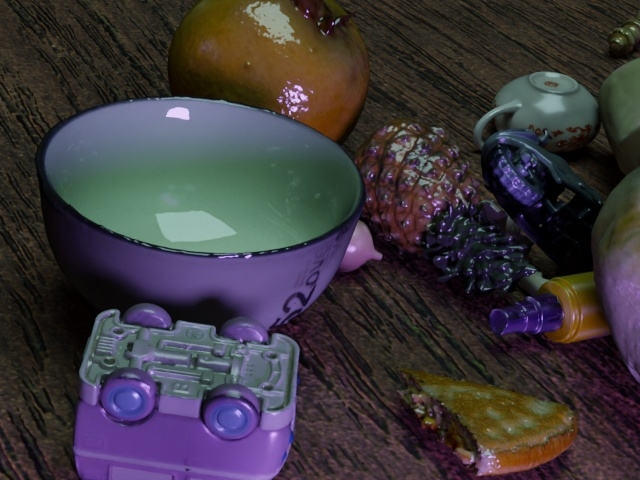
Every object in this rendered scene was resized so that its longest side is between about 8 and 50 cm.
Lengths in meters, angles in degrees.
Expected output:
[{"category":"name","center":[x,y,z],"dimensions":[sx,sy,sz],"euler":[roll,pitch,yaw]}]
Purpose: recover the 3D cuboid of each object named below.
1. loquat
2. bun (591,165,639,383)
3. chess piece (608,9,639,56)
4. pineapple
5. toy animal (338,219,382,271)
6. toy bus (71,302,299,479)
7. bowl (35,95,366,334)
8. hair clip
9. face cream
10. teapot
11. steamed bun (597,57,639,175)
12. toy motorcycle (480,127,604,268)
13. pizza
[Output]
[{"category":"loquat","center":[-0.063,-0.220,1.939],"dimensions":[0.275,0.275,0.275],"euler":[8,29,-4]},{"category":"bun","center":[0.462,0.066,1.641],"dimensions":[0.365,0.219,0.365],"euler":[9,51,-11]},{"category":"chess piece","center":[0.546,-0.361,2.606],"dimensions":[0.060,0.060,0.172],"euler":[26,36,25]},{"category":"pineapple","center":[0.159,-0.025,1.813],"dimensions":[0.158,0.158,0.278],"euler":[-16,48,-38]},{"category":"toy animal","center":[0.002,-0.005,1.787],"dimensions":[0.150,0.083,0.089],"euler":[25,45,-8]},{"category":"toy bus","center":[-0.123,0.155,1.399],"dimensions":[0.202,0.142,0.142],"euler":[9,29,-1]},{"category":"bowl","center":[-0.137,-0.001,1.624],"dimensions":[0.354,0.185,0.354],"euler":[7,29,-4]},{"category":"hair clip","center":[0.242,0.010,1.880],"dimensions":[0.072,0.034,0.226],"euler":[4,31,-4]},{"category":"face cream","center":[0.315,0.075,1.743],"dimensions":[0.273,0.078,0.078],"euler":[-8,34,-29]},{"category":"teapot","center":[0.320,-0.183,2.190],"dimensions":[0.245,0.116,0.159],"euler":[-13,47,-25]},{"category":"steamed bun","center":[0.501,-0.155,2.090],"dimensions":[0.200,0.170,0.225],"euler":[34,29,-22]},{"category":"toy motorcycle","center":[0.286,-0.049,1.853],"dimensions":[0.270,0.106,0.159],"euler":[37,18,-33]},{"category":"pizza","center":[0.151,0.185,1.524],"dimensions":[0.199,0.062,0.188],"euler":[25,20,36]}]
